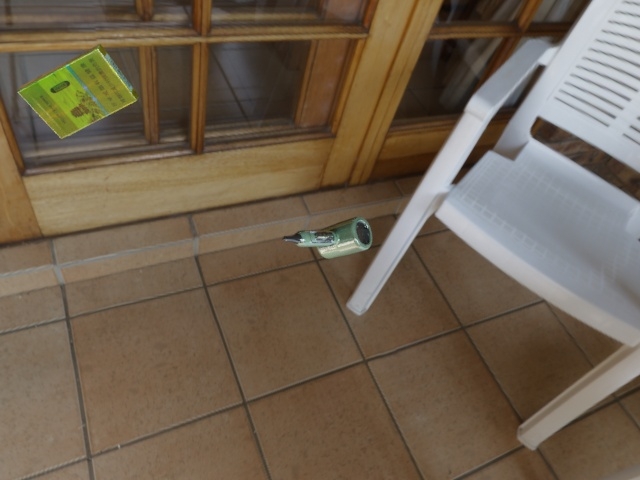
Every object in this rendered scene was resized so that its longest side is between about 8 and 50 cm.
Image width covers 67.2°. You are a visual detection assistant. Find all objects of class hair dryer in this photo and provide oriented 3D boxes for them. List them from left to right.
[{"bbox_3d":[0.000,0.000,0.626,0.150,0.071,0.048,-4,78,-53],"label":"hair dryer"}]

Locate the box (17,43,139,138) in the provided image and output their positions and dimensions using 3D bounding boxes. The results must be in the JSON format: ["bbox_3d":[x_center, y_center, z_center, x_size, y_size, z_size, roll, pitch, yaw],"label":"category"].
[{"bbox_3d":[-0.491,-0.299,0.982,0.193,0.121,0.030,-22,41,10],"label":"box"}]
